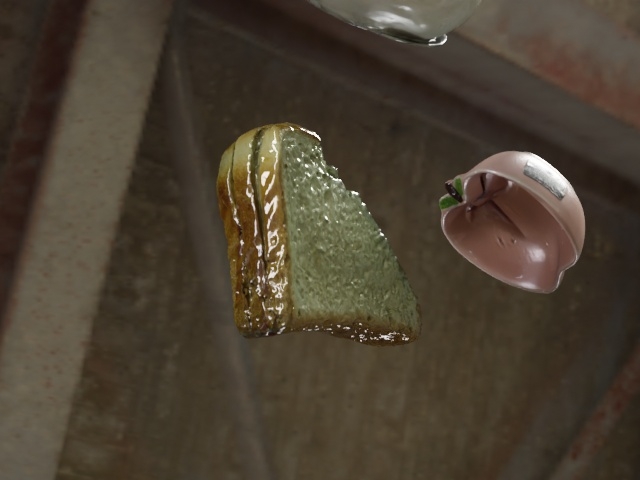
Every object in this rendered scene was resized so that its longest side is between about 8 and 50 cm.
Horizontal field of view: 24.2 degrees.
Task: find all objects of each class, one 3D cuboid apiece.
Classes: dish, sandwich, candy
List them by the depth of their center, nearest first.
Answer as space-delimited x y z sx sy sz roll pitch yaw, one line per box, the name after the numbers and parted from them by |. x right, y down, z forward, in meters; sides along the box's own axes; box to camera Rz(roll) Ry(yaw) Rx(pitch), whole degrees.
0.004 -0.001 1.779 0.288 0.099 0.254 12 -114 -50 | sandwich
0.079 -0.365 1.850 0.295 0.295 0.185 9 -59 -39 | candy
0.261 -0.039 1.952 0.090 0.213 0.213 -50 -61 -30 | dish
